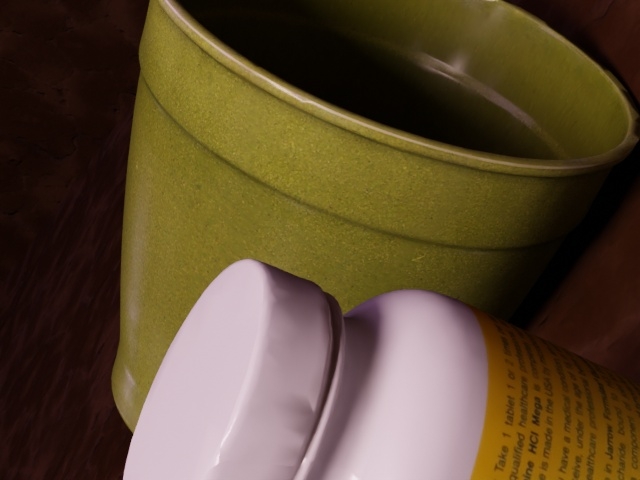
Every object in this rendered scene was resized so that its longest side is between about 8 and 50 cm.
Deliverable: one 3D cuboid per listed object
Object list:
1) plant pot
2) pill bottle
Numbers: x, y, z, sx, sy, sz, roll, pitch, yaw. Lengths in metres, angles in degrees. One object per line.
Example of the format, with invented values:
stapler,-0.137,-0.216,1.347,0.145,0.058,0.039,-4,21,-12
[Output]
plant pot,0.000,0.000,1.259,0.366,0.366,0.353,-102,29,-60
pill bottle,0.082,0.138,0.817,0.188,0.334,0.188,-52,23,32
